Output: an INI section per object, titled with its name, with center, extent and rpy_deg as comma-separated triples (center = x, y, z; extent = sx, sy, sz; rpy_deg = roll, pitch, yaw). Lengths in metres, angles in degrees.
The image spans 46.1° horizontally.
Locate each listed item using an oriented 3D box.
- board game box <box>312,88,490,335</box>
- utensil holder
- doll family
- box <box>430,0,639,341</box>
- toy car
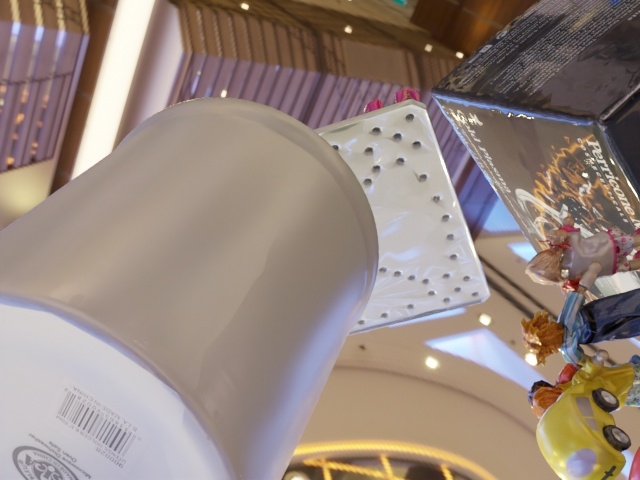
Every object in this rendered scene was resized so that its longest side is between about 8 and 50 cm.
[board game box]
center = 0.000, 0.000, 1.025
extent = 0.390, 0.390, 0.050
rpy_deg = -15, -134, 15
[utensil holder]
center = -0.144, 0.081, 0.691
extent = 0.328, 0.327, 0.385
rpy_deg = 26, -148, 3
[doll family]
center = 0.289, 0.110, 0.794
extent = 0.163, 0.263, 0.118
rpy_deg = -12, -157, -8
[box]
center = 0.468, -0.094, 1.059
extent = 0.480, 0.297, 0.472
rpy_deg = 51, 177, -20
[toy car]
center = 0.184, 0.211, 0.529
extent = 0.053, 0.225, 0.239
rpy_deg = 26, 177, -6
